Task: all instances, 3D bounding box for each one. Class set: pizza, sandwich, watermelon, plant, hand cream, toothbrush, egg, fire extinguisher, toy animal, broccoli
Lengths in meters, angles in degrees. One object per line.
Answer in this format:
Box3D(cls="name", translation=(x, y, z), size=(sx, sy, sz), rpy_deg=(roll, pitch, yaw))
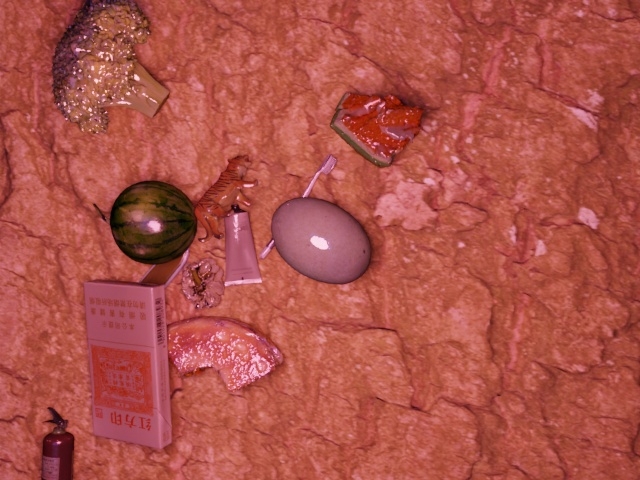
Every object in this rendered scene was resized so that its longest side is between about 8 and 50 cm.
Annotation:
Box3D(cls="pizza", translation=(-0.233, 0.252, 1.511), size=(0.306, 0.085, 0.161), rpy_deg=(12, 75, 9))
Box3D(cls="sandwich", translation=(0.117, -0.254, 1.441), size=(0.185, 0.160, 0.109), rpy_deg=(32, 74, -2))
Box3D(cls="watermelon", translation=(-0.382, -0.038, 1.477), size=(0.215, 0.188, 0.187), rpy_deg=(-5, 89, 7))
Box3D(cls="plant", translation=(-0.268, 0.095, 1.502), size=(0.105, 0.122, 0.116), rpy_deg=(-22, 80, -6))
Box3D(cls="hand cream", translation=(-0.186, 0.010, 1.526), size=(0.087, 0.054, 0.186), rpy_deg=(-6, 96, -7))
Box3D(cls="toothbrush", translation=(-0.053, -0.074, 1.525), size=(0.026, 0.024, 0.288), rpy_deg=(35, 93, -9))
Box3D(cls="egg", translation=(0.000, 0.000, 1.444), size=(0.237, 0.169, 0.169), rpy_deg=(29, 93, 9))
Box3D(cls="fire extinguisher", translation=(-0.627, 0.512, 1.565), size=(0.099, 0.071, 0.230), rpy_deg=(0, 89, 34))
Box3D(cls="toy animal", translation=(-0.212, -0.093, 1.484), size=(0.099, 0.056, 0.241), rpy_deg=(26, 64, 18))
Box3D(cls="broccoli", translation=(-0.479, -0.377, 1.475), size=(0.260, 0.235, 0.288), rpy_deg=(50, 131, 5))

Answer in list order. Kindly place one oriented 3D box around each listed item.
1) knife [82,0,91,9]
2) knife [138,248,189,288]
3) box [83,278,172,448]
Box3D(cls="knife", translation=(-0.577, -0.511, 1.586), size=(0.023, 0.010, 0.170), rpy_deg=(22, 91, 6))
Box3D(cls="knife", translation=(-0.413, 0.126, 1.560), size=(0.061, 0.027, 0.343), rpy_deg=(41, 94, 9))
Box3D(cls="box", translation=(-0.434, 0.274, 1.499), size=(0.205, 0.051, 0.364), rpy_deg=(2, 98, 26))
